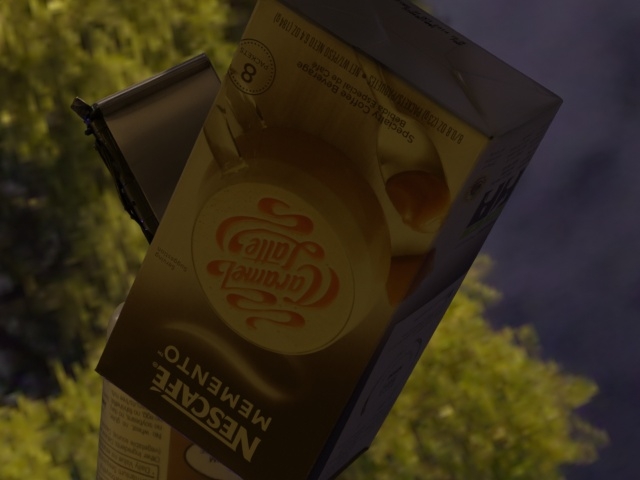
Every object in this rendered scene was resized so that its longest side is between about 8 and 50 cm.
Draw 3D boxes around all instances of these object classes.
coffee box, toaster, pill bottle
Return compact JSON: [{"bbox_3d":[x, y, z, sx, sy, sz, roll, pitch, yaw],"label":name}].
[{"bbox_3d":[0.000,0.000,0.959,0.141,0.098,0.246,34,-60,15],"label":"coffee box"},{"bbox_3d":[-0.103,-0.048,1.419,0.168,0.110,0.185,62,-4,1],"label":"toaster"},{"bbox_3d":[-0.077,0.158,1.159,0.131,0.131,0.229,19,-72,44],"label":"pill bottle"}]
